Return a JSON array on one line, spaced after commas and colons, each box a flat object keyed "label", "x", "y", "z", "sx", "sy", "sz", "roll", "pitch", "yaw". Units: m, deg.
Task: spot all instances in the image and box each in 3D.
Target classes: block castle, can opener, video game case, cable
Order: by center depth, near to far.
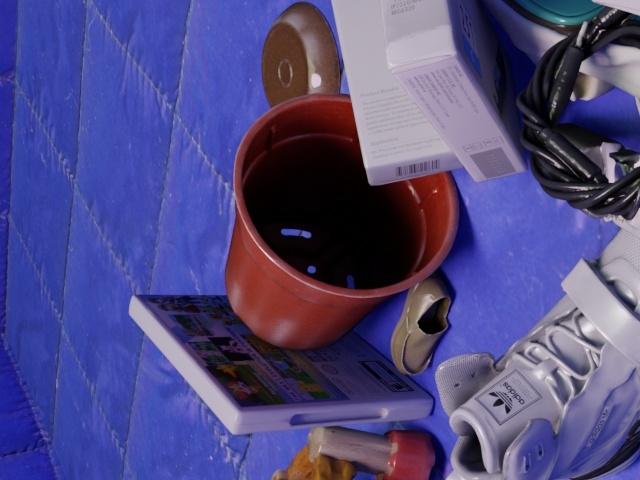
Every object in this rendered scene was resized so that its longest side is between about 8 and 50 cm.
[{"label": "cable", "x": 0.216, "y": -0.099, "z": 0.773, "sx": 0.150, "sy": 0.047, "sz": 0.185, "roll": -22, "pitch": 57, "yaw": 38}, {"label": "can opener", "x": 0.261, "y": -0.056, "z": 0.886, "sx": 0.280, "sy": 0.093, "sz": 0.074, "roll": -117, "pitch": 18, "yaw": -77}, {"label": "video game case", "x": -0.059, "y": 0.154, "z": 1.358, "sx": 0.329, "sy": 0.299, "sz": 0.036, "roll": 37, "pitch": 117, "yaw": 50}, {"label": "block castle", "x": 0.016, "y": 0.476, "z": 1.377, "sx": 0.453, "sy": 0.212, "sz": 0.303, "roll": 124, "pitch": 155, "yaw": -44}]

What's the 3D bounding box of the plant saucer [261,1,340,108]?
[{"label": "plant saucer", "x": -0.038, "y": -0.244, "z": 1.468, "sx": 0.198, "sy": 0.036, "sz": 0.199, "roll": 27, "pitch": 122, "yaw": 54}]

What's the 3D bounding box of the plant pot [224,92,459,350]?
[{"label": "plant pot", "x": 0.000, "y": 0.000, "z": 1.278, "sx": 0.265, "sy": 0.272, "sz": 0.273, "roll": 120, "pitch": 133, "yaw": -59}]

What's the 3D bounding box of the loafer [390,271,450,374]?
[{"label": "loafer", "x": 0.127, "y": 0.112, "z": 1.269, "sx": 0.050, "sy": 0.056, "sz": 0.148, "roll": -133, "pitch": 43, "yaw": -52}]

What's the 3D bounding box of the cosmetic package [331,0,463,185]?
[{"label": "cosmetic package", "x": 0.086, "y": -0.190, "z": 1.155, "sx": 0.085, "sy": 0.117, "sz": 0.231, "roll": 65, "pitch": -165, "yaw": -77}]

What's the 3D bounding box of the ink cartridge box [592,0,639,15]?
[{"label": "ink cartridge box", "x": 0.318, "y": -0.297, "z": 0.656, "sx": 0.131, "sy": 0.226, "sz": 0.306, "roll": 36, "pitch": 128, "yaw": 51}]

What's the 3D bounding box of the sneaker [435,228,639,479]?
[{"label": "sneaker", "x": 0.238, "y": 0.106, "z": 0.924, "sx": 0.137, "sy": 0.210, "sz": 0.366, "roll": 52, "pitch": 140, "yaw": 39}]

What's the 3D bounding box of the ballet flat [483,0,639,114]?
[{"label": "ballet flat", "x": 0.271, "y": -0.164, "z": 0.892, "sx": 0.400, "sy": 0.139, "sz": 0.139, "roll": 40, "pitch": 132, "yaw": 47}]

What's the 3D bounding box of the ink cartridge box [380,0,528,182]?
[{"label": "ink cartridge box", "x": 0.122, "y": -0.225, "z": 0.980, "sx": 0.066, "sy": 0.296, "sz": 0.261, "roll": -13, "pitch": 70, "yaw": 19}]
